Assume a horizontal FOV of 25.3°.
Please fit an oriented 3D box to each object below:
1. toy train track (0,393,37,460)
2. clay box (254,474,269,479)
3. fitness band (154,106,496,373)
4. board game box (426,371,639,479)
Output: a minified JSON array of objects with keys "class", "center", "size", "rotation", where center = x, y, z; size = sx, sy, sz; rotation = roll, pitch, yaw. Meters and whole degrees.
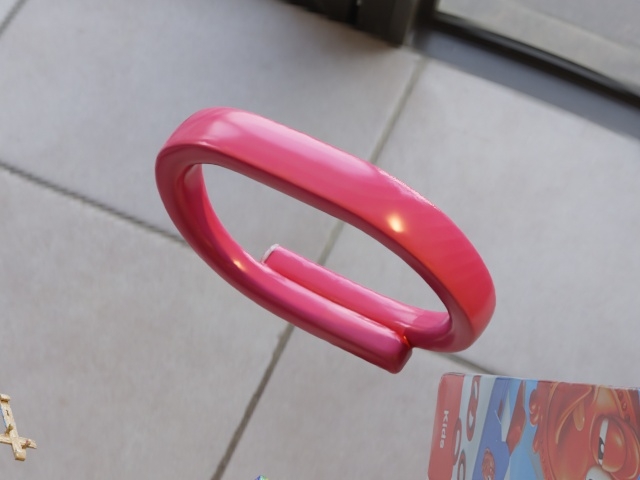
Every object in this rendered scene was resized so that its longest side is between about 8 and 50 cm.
[{"class":"toy train track","center":[-0.296,0.176,1.374],"size":[0.048,0.014,0.083],"rotation":[18,30,-39]},{"class":"clay box","center":[-0.099,0.344,1.376],"size":[0.053,0.127,0.222],"rotation":[37,33,-12]},{"class":"fitness band","center":[0.000,0.000,1.095],"size":[0.291,0.209,0.054],"rotation":[24,60,25]},{"class":"board game box","center":[0.104,0.204,0.508],"size":[0.086,0.302,0.308],"rotation":[9,84,-10]}]
